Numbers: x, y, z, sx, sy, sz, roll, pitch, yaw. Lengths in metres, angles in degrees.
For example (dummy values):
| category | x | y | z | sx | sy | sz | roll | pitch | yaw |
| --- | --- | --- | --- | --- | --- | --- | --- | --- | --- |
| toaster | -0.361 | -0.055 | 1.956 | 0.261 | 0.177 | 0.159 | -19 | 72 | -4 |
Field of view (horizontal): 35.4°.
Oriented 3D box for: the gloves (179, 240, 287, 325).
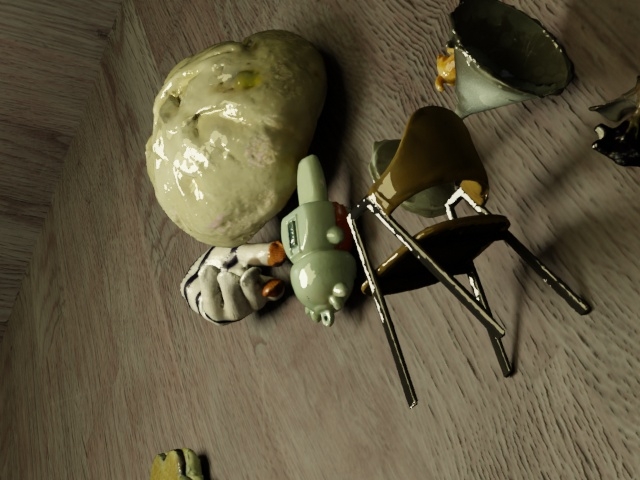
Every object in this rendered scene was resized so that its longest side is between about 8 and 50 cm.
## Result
| category | x | y | z | sx | sy | sz | roll | pitch | yaw |
| --- | --- | --- | --- | --- | --- | --- | --- | --- | --- |
| gloves | -0.129 | 0.073 | 1.594 | 0.219 | 0.140 | 0.131 | 17 | 124 | 48 |

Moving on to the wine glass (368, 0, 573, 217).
| category | x | y | z | sx | sy | sz | roll | pitch | yaw |
| --- | --- | --- | --- | --- | --- | --- | --- | --- | --- |
| wine glass | 0.156 | -0.141 | 1.129 | 0.232 | 0.156 | 0.156 | -55 | 36 | 45 |

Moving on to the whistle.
| category | x | y | z | sx | sy | sz | roll | pitch | yaw |
| --- | --- | --- | --- | --- | --- | --- | --- | --- | --- |
| whistle | -0.002 | 0.000 | 1.407 | 0.102 | 0.106 | 0.253 | -19 | 67 | 24 |

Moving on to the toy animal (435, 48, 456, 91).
| category | x | y | z | sx | sy | sz | roll | pitch | yaw |
| --- | --- | --- | --- | --- | --- | --- | --- | --- | --- |
| toy animal | 0.178 | -0.217 | 1.203 | 0.081 | 0.060 | 0.083 | -45 | 17 | -23 |

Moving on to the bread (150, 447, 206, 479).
| category | x | y | z | sx | sy | sz | roll | pitch | yaw |
| --- | --- | --- | --- | --- | --- | --- | --- | --- | --- |
| bread | -0.242 | 0.459 | 1.729 | 0.286 | 0.056 | 0.207 | 21 | 102 | 62 |

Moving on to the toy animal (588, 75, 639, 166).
| category | x | y | z | sx | sy | sz | roll | pitch | yaw |
| --- | --- | --- | --- | --- | --- | --- | --- | --- | --- |
| toy animal | 0.315 | -0.135 | 0.907 | 0.202 | 0.070 | 0.105 | -44 | 25 | 53 |

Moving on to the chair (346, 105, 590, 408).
| category | x | y | z | sx | sy | sz | roll | pitch | yaw |
| --- | --- | --- | --- | --- | --- | --- | --- | --- | --- |
| chair | 0.131 | 0.012 | 1.021 | 0.172 | 0.159 | 0.247 | -50 | 60 | 39 |

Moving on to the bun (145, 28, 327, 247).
| category | x | y | z | sx | sy | sz | roll | pitch | yaw |
| --- | --- | --- | --- | --- | --- | --- | --- | --- | --- |
| bun | -0.148 | -0.184 | 1.579 | 0.365 | 0.219 | 0.365 | -43 | 34 | 38 |
